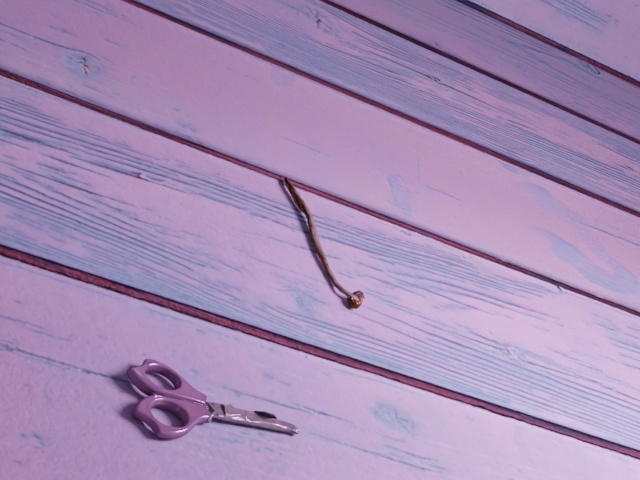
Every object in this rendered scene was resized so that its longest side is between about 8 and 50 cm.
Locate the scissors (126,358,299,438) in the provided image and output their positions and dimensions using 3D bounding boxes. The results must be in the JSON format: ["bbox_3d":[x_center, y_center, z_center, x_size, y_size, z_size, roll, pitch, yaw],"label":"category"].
[{"bbox_3d":[-0.112,0.186,1.371,0.212,0.021,0.110,16,34,-28],"label":"scissors"}]

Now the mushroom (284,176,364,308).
[{"bbox_3d":[-0.004,-0.002,1.785,0.028,0.026,0.286,28,22,-45],"label":"mushroom"}]
